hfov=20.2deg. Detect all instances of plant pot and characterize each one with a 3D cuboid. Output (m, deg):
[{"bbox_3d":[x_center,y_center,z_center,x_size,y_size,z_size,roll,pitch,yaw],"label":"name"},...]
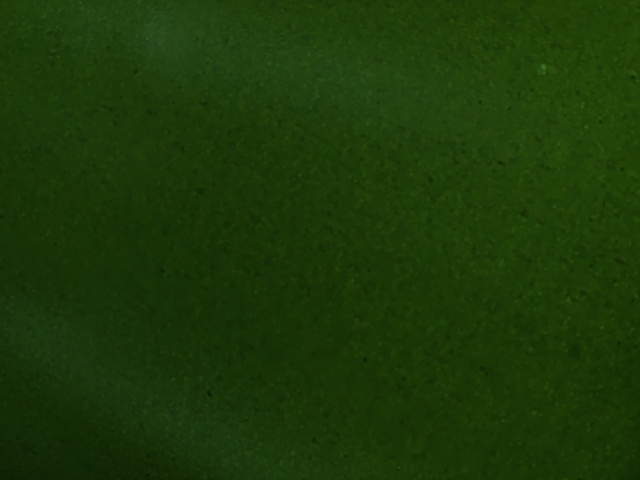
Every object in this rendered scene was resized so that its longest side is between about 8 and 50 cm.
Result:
[{"bbox_3d":[0.000,0.000,0.672,0.353,0.366,0.366,18,-3,-3],"label":"plant pot"}]
